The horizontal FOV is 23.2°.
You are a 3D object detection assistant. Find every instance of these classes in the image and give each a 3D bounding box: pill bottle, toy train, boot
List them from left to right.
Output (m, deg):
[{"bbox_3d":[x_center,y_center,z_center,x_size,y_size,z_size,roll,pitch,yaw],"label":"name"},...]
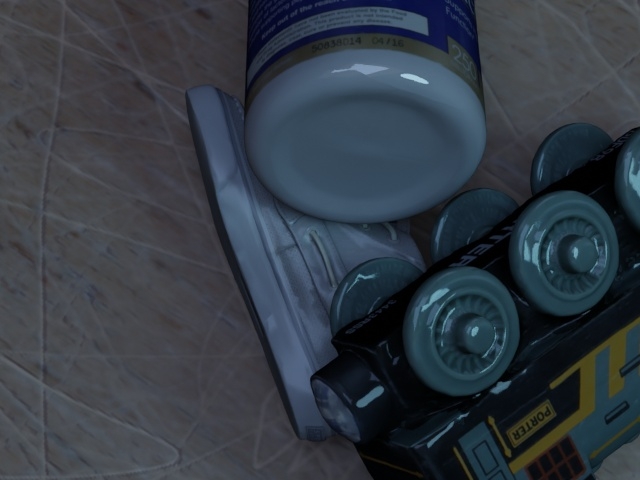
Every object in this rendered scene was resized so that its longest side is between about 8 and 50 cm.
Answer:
[{"bbox_3d":[0.000,0.000,1.070,0.123,0.095,0.258,-19,83,-8],"label":"boot"},{"bbox_3d":[0.026,-0.155,1.038,0.153,0.153,0.264,-3,53,3],"label":"pill bottle"},{"bbox_3d":[0.151,0.055,0.991,0.334,0.142,0.190,-34,107,-22],"label":"toy train"}]
